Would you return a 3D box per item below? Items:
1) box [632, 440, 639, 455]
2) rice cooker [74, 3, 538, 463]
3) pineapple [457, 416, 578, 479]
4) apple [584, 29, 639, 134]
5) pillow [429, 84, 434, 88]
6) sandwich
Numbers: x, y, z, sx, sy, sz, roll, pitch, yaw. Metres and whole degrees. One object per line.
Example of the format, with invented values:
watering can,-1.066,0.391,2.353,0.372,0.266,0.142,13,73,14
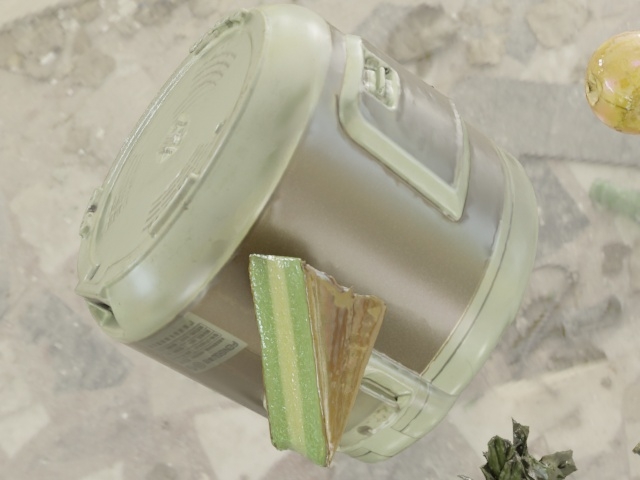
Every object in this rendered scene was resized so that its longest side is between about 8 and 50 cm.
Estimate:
box,0.368,0.168,1.120,0.031,0.091,0.126,42,119,19
rice cooker,0.000,0.000,0.951,0.335,0.325,0.335,-43,28,29
pineapple,0.198,0.335,1.371,0.277,0.119,0.130,-59,39,36
apple,0.430,-0.219,1.534,0.146,0.146,0.146,-8,63,16
pillow,0.053,-0.142,1.299,0.150,0.048,0.090,-2,101,-14
sandwich,-0.021,0.077,0.730,0.074,0.074,0.116,3,69,53
